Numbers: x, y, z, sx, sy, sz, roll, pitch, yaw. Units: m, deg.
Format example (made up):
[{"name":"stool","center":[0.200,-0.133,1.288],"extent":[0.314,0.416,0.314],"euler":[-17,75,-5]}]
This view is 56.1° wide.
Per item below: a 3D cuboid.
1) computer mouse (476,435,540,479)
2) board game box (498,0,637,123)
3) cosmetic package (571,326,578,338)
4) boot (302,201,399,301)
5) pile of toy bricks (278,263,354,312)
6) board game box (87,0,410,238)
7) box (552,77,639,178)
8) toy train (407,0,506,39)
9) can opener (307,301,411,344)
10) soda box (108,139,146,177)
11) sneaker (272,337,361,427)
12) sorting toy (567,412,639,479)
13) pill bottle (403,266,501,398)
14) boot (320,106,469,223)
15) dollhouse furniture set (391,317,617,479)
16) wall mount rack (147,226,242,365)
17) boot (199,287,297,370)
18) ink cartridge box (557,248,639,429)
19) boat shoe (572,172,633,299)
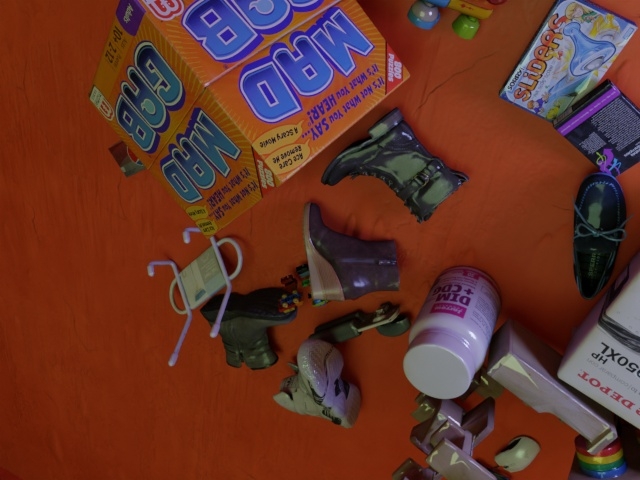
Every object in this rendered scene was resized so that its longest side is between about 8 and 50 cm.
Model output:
[{"name":"computer mouse","center":[0.482,0.566,1.536],"extent":[0.106,0.042,0.193],"euler":[35,128,6]},{"name":"board game box","center":[0.422,-0.311,1.043],"extent":[0.136,0.035,0.201],"euler":[25,127,0]},{"name":"cosmetic package","center":[0.572,0.249,1.304],"extent":[0.060,0.041,0.115],"euler":[7,121,24]},{"name":"boot","center":[0.067,0.016,1.396],"extent":[0.206,0.249,0.090],"euler":[-8,162,-1]},{"name":"pile of toy bricks","center":[0.005,0.124,1.500],"extent":[0.212,0.118,0.105],"euler":[-22,135,19]},{"name":"board game box","center":[-0.140,-0.282,1.098],"extent":[0.356,0.356,0.356],"euler":[51,149,-8]},{"name":"box","center":[0.511,-0.192,1.061],"extent":[0.162,0.029,0.116],"euler":[37,130,-15]},{"name":"toy train","center":[0.284,-0.410,1.044],"extent":[0.248,0.105,0.143],"euler":[16,144,-9]},{"name":"can opener","center":[0.098,0.232,1.518],"extent":[0.283,0.076,0.095],"euler":[-27,103,37]},{"name":"soda box","center":[-0.398,-0.246,1.487],"extent":[0.263,0.083,0.092],"euler":[-17,110,33]},{"name":"sneaker","center":[-0.037,0.371,1.583],"extent":[0.210,0.137,0.366],"euler":[4,143,28]},{"name":"sorting toy","center":[0.655,0.419,1.238],"extent":[0.257,0.255,0.089],"euler":[-12,96,32]},{"name":"pill bottle","center":[0.279,0.189,1.266],"extent":[0.160,0.283,0.160],"euler":[12,123,20]},{"name":"boot","center":[0.149,-0.126,1.271],"extent":[0.263,0.091,0.229],"euler":[-36,97,35]},{"name":"dollhouse furniture set","center":[0.382,0.406,1.294],"extent":[0.256,0.362,0.394],"euler":[37,116,3]},{"name":"wall mount rack","center":[-0.339,0.147,1.602],"extent":[0.350,0.130,0.304],"euler":[-36,67,37]},{"name":"boot","center":[-0.162,0.253,1.655],"extent":[0.338,0.118,0.223],"euler":[-4,119,41]},{"name":"ink cartridge box","center":[0.654,0.158,1.056],"extent":[0.285,0.166,0.395],"euler":[33,129,18]},{"name":"boat shoe","center":[0.532,0.000,1.137],"extent":[0.109,0.089,0.258],"euler":[0,123,28]}]
